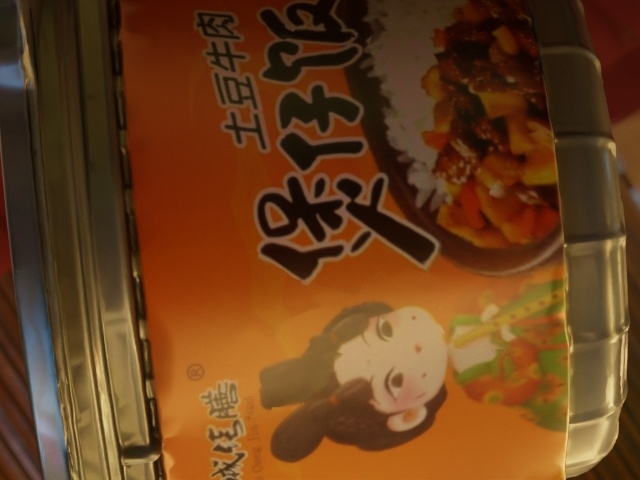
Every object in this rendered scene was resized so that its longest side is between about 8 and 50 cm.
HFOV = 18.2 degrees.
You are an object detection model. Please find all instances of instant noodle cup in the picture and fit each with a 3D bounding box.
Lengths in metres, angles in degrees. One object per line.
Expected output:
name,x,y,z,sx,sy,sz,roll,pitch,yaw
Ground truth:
instant noodle cup,0.000,0.000,0.458,0.125,0.177,0.208,-5,153,-2
